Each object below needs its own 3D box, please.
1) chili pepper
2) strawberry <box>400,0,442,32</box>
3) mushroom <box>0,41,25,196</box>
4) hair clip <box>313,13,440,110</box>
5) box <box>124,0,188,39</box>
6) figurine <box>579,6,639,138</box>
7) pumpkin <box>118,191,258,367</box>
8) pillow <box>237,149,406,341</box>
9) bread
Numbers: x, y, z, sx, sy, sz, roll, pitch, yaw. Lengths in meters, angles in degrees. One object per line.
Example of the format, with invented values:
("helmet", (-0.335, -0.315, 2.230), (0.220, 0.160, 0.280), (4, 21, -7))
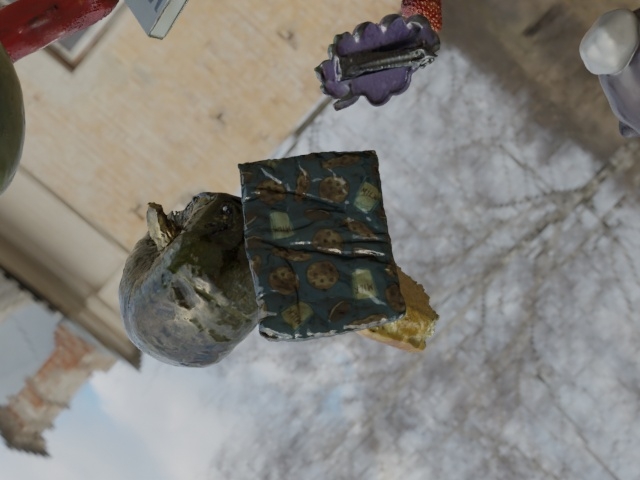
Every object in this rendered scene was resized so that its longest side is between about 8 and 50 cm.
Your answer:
("chili pepper", (-0.545, -0.377, 2.230), (0.110, 0.387, 0.110), (55, 164, 24))
("strawberry", (0.168, -0.375, 2.015), (0.073, 0.073, 0.083), (-96, -13, -72))
("mushroom", (-0.550, -0.164, 1.613), (0.352, 0.260, 0.352), (7, -99, -55))
("hair clip", (0.081, -0.239, 1.670), (0.052, 0.195, 0.124), (33, 138, 58))
("box", (-0.231, -0.369, 1.654), (0.036, 0.115, 0.177), (3, -136, -45))
("figurine", (0.515, -0.259, 1.721), (0.365, 0.218, 0.206), (-37, -72, -62))
("pumpkin", (-0.203, 0.064, 1.849), (0.242, 0.325, 0.232), (43, -124, -14))
("pillow", (-0.001, 0.002, 1.562), (0.034, 0.189, 0.255), (92, 170, -66))
("bread", (0.115, 0.118, 2.278), (0.245, 0.121, 0.174), (27, -152, -55))
